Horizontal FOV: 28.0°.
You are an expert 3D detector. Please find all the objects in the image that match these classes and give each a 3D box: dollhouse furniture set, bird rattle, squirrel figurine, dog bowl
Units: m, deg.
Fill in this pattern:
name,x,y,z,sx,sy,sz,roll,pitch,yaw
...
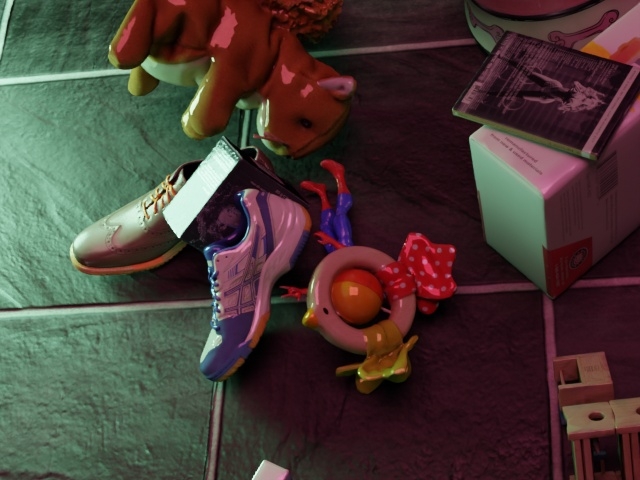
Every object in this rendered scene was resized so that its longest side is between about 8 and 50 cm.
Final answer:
name,x,y,z,sx,sy,sz,roll,pitch,yaw
dollhouse furniture set,0.398,0.255,1.758,0.128,0.129,0.184,-7,27,7
bird rattle,0.085,0.087,1.869,0.206,0.143,0.254,26,71,-10
squirrel figurine,-0.095,-0.332,2.103,0.370,0.281,0.397,26,78,1
dog bowl,0.409,-0.488,2.142,0.407,0.150,0.408,-16,50,20

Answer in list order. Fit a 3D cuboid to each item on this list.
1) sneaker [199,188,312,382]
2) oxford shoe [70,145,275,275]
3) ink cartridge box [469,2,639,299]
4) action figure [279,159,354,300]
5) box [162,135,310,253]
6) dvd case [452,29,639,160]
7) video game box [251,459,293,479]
name,x,y,z,sx,sy,sz,roll,pitch,yaw
sneaker,-0.131,0.062,1.925,0.297,0.131,0.112,-66,21,-3
oxford shoe,-0.246,-0.059,2.075,0.363,0.133,0.130,-24,56,-4
ink cartridge box,0.422,-0.141,1.896,0.384,0.279,0.160,-38,56,-13
action figure,0.000,0.000,1.985,0.139,0.091,0.280,11,48,-35
box,-0.130,-0.047,1.989,0.158,0.156,0.093,-51,36,7
dvd case,0.319,-0.205,1.781,0.221,0.018,0.165,21,62,28
video game box,-0.087,0.419,1.696,0.048,0.187,0.205,21,64,24
